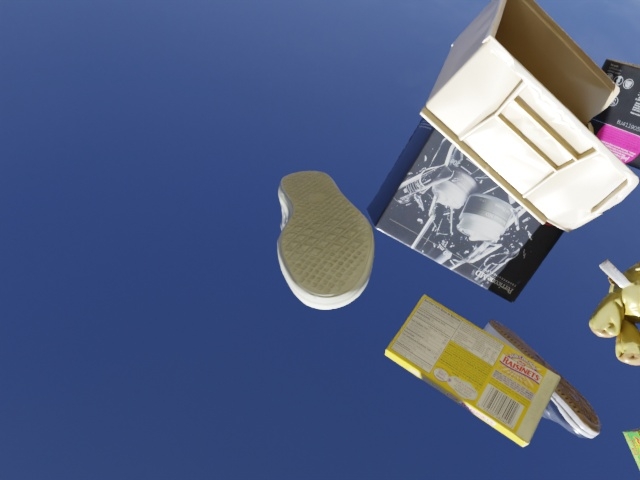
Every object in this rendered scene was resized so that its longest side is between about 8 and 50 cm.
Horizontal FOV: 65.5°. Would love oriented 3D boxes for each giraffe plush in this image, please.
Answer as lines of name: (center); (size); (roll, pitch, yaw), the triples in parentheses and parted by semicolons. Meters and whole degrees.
giraffe plush: (0.634, 0.123, 1.002); (0.170, 0.181, 0.210); (-7, -108, -60)

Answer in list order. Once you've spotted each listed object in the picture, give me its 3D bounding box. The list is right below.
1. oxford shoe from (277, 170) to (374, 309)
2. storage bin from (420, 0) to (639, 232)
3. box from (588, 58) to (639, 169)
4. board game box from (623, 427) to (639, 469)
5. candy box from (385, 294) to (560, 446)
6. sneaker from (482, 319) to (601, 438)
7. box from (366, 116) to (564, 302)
oxford shoe: (0.000, 0.000, 0.929); (0.169, 0.130, 0.449); (-6, -152, -7)
storage bin: (0.289, -0.186, 0.672); (0.260, 0.123, 0.262); (39, -136, -10)
box: (0.611, -0.204, 0.880); (0.142, 0.163, 0.247); (-3, -148, -37)
board game box: (0.696, 0.480, 1.019); (0.043, 0.092, 0.181); (-17, -114, 7)
candy box: (0.201, 0.168, 0.668); (0.206, 0.027, 0.105); (32, -119, 20)
sneaker: (0.372, 0.291, 0.934); (0.099, 0.153, 0.282); (25, -164, -32)
box: (0.326, -0.097, 1.045); (0.343, 0.312, 0.179); (28, -165, -8)
